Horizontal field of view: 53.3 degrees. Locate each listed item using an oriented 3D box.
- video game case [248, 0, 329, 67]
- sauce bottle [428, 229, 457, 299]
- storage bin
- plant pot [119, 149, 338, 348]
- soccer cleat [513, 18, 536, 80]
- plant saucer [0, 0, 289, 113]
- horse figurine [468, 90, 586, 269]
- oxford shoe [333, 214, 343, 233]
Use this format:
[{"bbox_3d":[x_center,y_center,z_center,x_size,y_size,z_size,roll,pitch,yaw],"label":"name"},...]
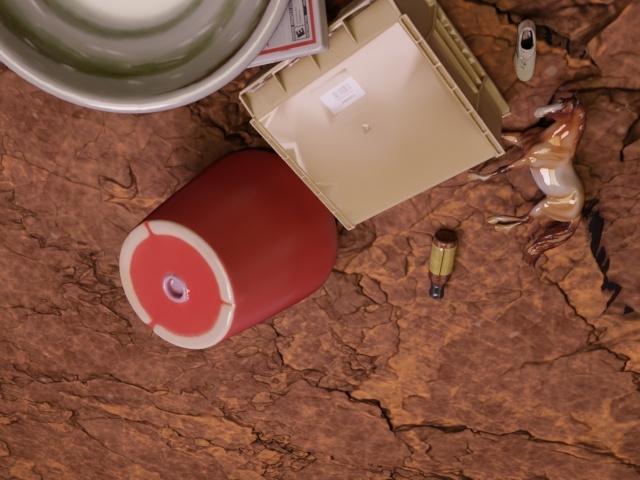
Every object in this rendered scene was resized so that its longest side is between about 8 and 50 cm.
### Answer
[{"bbox_3d":[-0.128,-0.315,0.797,0.285,0.025,0.204,-3,97,28],"label":"video game case"},{"bbox_3d":[0.201,0.043,1.067,0.042,0.042,0.128,9,128,7],"label":"sauce bottle"},{"bbox_3d":[0.072,-0.180,0.860,0.262,0.123,0.260,-26,119,35],"label":"storage bin"},{"bbox_3d":[-0.146,0.022,0.960,0.275,0.243,0.275,11,116,24],"label":"plant pot"},{"bbox_3d":[0.269,-0.246,0.836,0.029,0.035,0.083,1,126,13],"label":"soccer cleat"},{"bbox_3d":[-0.222,-0.350,0.715,0.400,0.100,0.400,-1,113,-3],"label":"plant saucer"},{"bbox_3d":[0.317,-0.084,0.930,0.174,0.066,0.263,-12,121,28],"label":"horse figurine"},{"bbox_3d":[0.000,0.000,1.078,0.076,0.076,0.212,12,134,-33],"label":"oxford shoe"}]
